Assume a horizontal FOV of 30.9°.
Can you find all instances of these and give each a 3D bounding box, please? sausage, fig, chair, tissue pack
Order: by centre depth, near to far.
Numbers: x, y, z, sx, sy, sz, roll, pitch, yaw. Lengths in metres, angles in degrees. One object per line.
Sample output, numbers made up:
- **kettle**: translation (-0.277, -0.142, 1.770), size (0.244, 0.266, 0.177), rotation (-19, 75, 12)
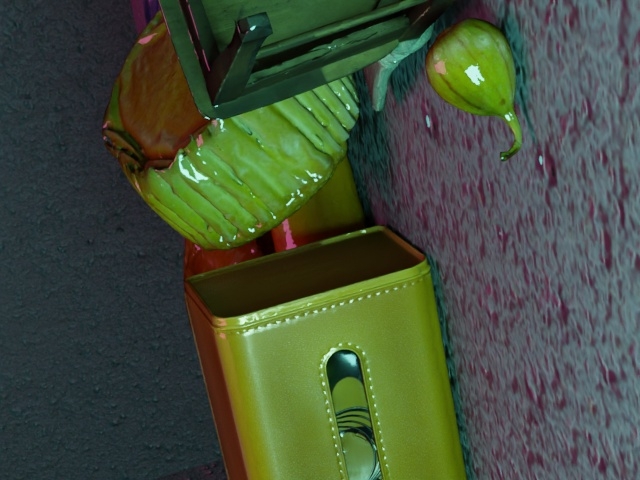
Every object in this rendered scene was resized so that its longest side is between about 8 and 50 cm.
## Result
- **fig**: translation (0.093, -0.086, 0.665), size (0.083, 0.050, 0.050), rotation (62, 169, -2)
- **chair**: translation (-0.016, -0.172, 0.752), size (0.319, 0.186, 0.160), rotation (147, 103, -76)
- **tissue pack**: translation (0.010, 0.151, 0.996), size (0.145, 0.194, 0.275), rotation (-138, 34, -71)
- **sausage**: translation (0.000, 0.000, 1.110), size (0.098, 0.098, 0.238), rotation (135, 121, -77)

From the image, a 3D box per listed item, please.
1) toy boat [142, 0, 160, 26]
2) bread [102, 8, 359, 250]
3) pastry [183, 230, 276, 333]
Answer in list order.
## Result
- **toy boat**: translation (-0.157, -0.297, 1.402), size (0.142, 0.129, 0.309), rotation (47, 152, 37)
- **bread**: translation (-0.078, -0.119, 1.035), size (0.142, 0.227, 0.253), rotation (42, -175, -36)
- **pastry**: translation (-0.047, 0.095, 1.307), size (0.356, 0.163, 0.356), rotation (165, 90, -72)
